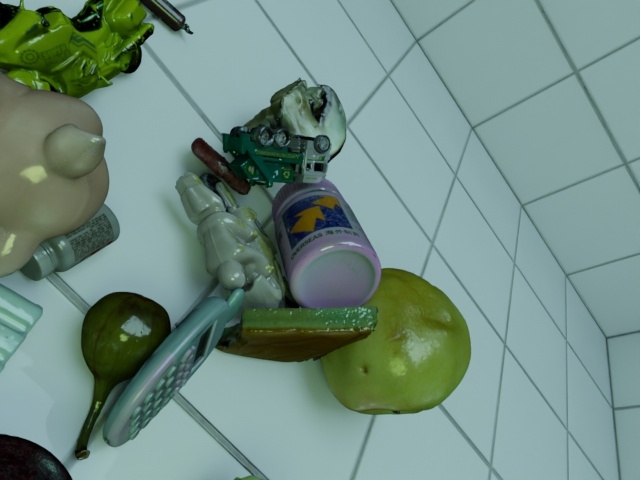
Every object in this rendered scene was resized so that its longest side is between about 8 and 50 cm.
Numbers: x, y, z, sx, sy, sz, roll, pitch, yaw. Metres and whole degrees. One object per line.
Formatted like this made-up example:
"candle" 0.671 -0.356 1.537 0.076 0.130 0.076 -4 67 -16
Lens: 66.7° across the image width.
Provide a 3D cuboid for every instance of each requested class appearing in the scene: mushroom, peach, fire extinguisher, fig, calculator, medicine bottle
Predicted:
"mushroom" -0.075 -0.242 1.135 0.189 0.164 0.267 51 60 -26
"peach" 0.146 0.219 1.046 0.314 0.281 0.316 1 54 -26
"fire extinguisher" -0.353 -0.517 1.081 0.158 0.043 0.064 37 3 -31
"fig" -0.301 0.192 0.708 0.124 0.124 0.236 24 76 -39
"calculator" -0.214 0.180 0.745 0.041 0.185 0.299 33 48 6
"medicine bottle" -0.380 -0.002 0.731 0.079 0.079 0.140 55 38 -11
"medicine bottle" 0.000 0.000 1.006 0.178 0.178 0.291 35 19 -31

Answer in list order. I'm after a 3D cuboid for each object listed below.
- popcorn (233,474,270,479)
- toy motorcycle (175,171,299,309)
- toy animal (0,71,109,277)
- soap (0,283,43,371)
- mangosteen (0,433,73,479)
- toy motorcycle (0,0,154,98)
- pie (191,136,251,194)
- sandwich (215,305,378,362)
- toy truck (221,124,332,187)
"popcorn" -0.102 0.465 0.701 0.183 0.204 0.221 -31 109 -52
"toy motorcycle" -0.156 0.019 0.926 0.341 0.108 0.223 58 15 -1
"toy animal" -0.409 -0.124 0.580 0.269 0.237 0.326 49 11 19
"soap" -0.491 0.080 0.551 0.265 0.087 0.160 42 43 -27
"mangosteen" -0.363 0.296 0.502 0.216 0.216 0.216 26 52 -38
"toy motorcycle" -0.427 -0.335 0.819 0.342 0.142 0.206 -66 159 -45
"pie" -0.203 -0.151 1.000 0.154 0.036 0.154 43 2 -2
"sandwich" -0.051 0.165 0.882 0.212 0.245 0.063 21 51 -41
"toy truck" -0.084 -0.162 0.968 0.216 0.110 0.116 -1 101 -40
